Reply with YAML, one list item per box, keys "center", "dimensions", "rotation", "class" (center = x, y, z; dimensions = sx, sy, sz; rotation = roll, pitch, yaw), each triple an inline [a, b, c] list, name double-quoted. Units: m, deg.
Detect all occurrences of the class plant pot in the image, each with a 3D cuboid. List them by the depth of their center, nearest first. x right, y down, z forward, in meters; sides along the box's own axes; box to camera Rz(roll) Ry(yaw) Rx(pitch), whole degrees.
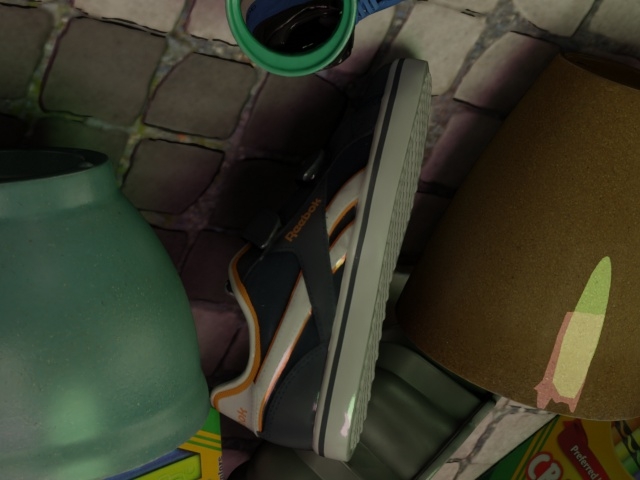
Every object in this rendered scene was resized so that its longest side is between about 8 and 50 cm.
- center: [-0.230, 0.038, 0.945]
  dimensions: [0.293, 0.293, 0.196]
  rotation: [-6, 104, -17]
  class: "plant pot"
- center: [0.211, -0.020, 1.102]
  dimensions: [0.237, 0.237, 0.254]
  rotation: [7, 110, -26]
  class: "plant pot"

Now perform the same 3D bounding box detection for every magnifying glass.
- center: [-0.021, -0.226, 0.891]
  dimensions: [0.092, 0.026, 0.231]
  rotation: [1, 107, 5]
  class: "magnifying glass"

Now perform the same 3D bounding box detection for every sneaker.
- center: [0.022, -0.169, 0.970]
  dimensions: [0.152, 0.084, 0.058]
  rotation: [-17, 133, -8]
  class: "sneaker"
- center: [0.000, 0.000, 1.023]
  dimensions: [0.127, 0.321, 0.126]
  rotation: [12, 167, 12]
  class: "sneaker"

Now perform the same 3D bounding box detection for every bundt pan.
- center: [0.019, 0.197, 1.175]
  dimensions: [0.331, 0.124, 0.331]
  rotation: [-45, 172, -8]
  class: "bundt pan"

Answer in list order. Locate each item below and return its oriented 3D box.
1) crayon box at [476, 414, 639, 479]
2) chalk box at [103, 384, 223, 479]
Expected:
- center: [0.323, 0.252, 1.371]
  dimensions: [0.318, 0.202, 0.081]
  rotation: [-42, 131, 14]
  class: "crayon box"
- center: [-0.234, 0.216, 1.009]
  dimensions: [0.289, 0.180, 0.179]
  rotation: [-15, 107, -45]
  class: "chalk box"
